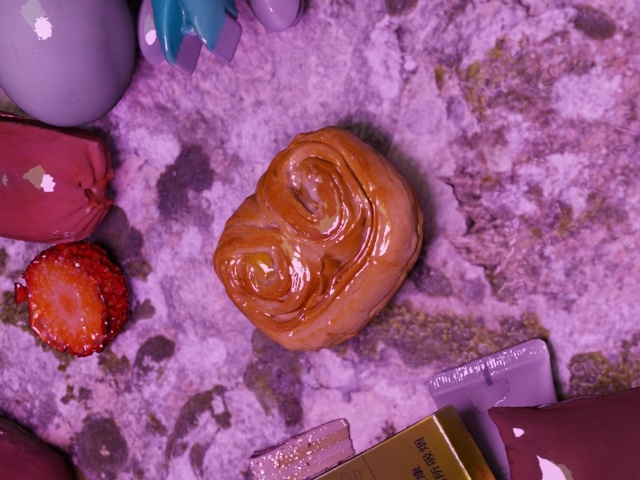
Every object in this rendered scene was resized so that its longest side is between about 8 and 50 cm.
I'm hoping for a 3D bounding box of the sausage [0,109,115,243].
[{"bbox_3d":[-0.374,-0.080,1.598,0.280,0.152,0.152,12,98,22],"label":"sausage"}]

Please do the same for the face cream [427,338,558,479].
[{"bbox_3d":[0.218,0.271,1.401,0.143,0.089,0.314,-23,79,26],"label":"face cream"}]

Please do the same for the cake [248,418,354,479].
[{"bbox_3d":[-0.021,0.245,1.518,0.121,0.065,0.052,-24,87,17],"label":"cake"}]

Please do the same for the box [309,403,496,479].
[{"bbox_3d":[0.068,0.312,1.442,0.311,0.043,0.173,-35,80,39],"label":"box"}]

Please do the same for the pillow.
[{"bbox_3d":[0.337,0.287,1.297,0.308,0.108,0.305,-9,87,2],"label":"pillow"}]

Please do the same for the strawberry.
[{"bbox_3d":[-0.287,0.068,1.602,0.145,0.086,0.145,5,101,24],"label":"strawberry"}]

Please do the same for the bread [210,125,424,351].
[{"bbox_3d":[0.002,0.002,1.453,0.198,0.120,0.236,45,110,16],"label":"bread"}]

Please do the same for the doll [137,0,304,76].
[{"bbox_3d":[-0.107,-0.299,1.482,0.195,0.153,0.258,16,83,40],"label":"doll"}]

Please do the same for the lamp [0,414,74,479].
[{"bbox_3d":[-0.407,0.304,1.637,0.258,0.180,0.180,29,105,21],"label":"lamp"}]

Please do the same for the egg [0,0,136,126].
[{"bbox_3d":[-0.291,-0.223,1.506,0.168,0.231,0.168,-2,55,2],"label":"egg"}]
